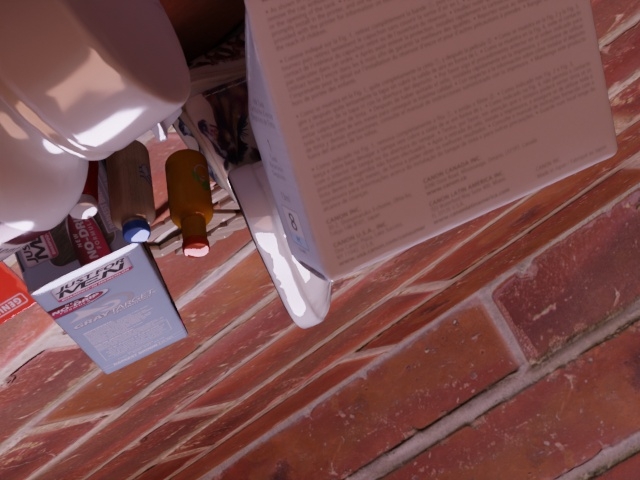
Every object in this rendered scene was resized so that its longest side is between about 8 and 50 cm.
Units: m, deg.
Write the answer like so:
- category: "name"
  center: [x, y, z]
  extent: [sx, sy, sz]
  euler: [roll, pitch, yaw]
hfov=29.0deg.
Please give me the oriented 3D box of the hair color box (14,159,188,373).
- category: "hair color box"
  center: [-0.243, 0.001, 1.291]
  extent: [0.113, 0.185, 0.374]
  euler: [-25, 164, -6]

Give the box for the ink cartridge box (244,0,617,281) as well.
- category: "ink cartridge box"
  center: [0.074, -0.197, 1.049]
  extent: [0.308, 0.385, 0.091]
  euler: [-23, -159, -16]

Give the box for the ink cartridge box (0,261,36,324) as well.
- category: "ink cartridge box"
  center: [-0.443, 0.064, 1.168]
  extent: [0.275, 0.060, 0.239]
  euler: [-30, 127, 8]

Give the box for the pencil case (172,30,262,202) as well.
- category: "pencil case"
  center: [0.035, -0.185, 1.221]
  extent: [0.410, 0.160, 0.183]
  euler: [-27, 143, -3]

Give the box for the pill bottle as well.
- category: "pill bottle"
  center: [-0.292, -0.059, 0.781]
  extent: [0.392, 0.224, 0.224]
  euler: [-32, 164, 13]

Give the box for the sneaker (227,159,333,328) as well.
- category: "sneaker"
  center: [0.000, 0.000, 1.224]
  extent: [0.123, 0.106, 0.290]
  euler: [-25, 156, -3]

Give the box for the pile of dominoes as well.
- category: "pile of dominoes"
  center: [-0.144, -0.043, 1.637]
  extent: [0.251, 0.040, 0.196]
  euler: [-28, 167, 31]

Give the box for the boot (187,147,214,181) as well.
- category: "boot"
  center: [-0.052, -0.080, 1.454]
  extent: [0.305, 0.112, 0.115]
  euler: [-9, 138, -54]

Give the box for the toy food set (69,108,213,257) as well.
- category: "toy food set"
  center: [-0.165, -0.078, 1.037]
  extent: [0.111, 0.105, 0.232]
  euler: [-14, 145, 3]
